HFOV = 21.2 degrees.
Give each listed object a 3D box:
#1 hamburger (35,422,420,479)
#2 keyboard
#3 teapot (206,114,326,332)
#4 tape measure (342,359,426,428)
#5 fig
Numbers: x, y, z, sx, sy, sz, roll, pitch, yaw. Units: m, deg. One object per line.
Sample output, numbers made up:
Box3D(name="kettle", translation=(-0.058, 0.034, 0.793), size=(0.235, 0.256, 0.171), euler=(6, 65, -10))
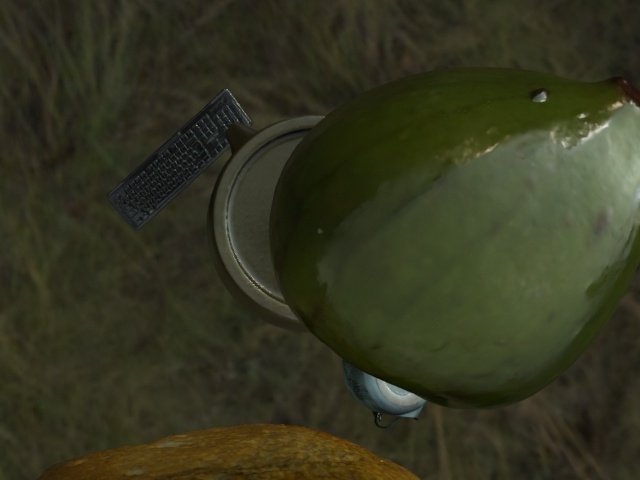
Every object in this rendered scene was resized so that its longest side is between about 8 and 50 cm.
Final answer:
Box3D(name="hamburger", translation=(-0.076, 0.219, 1.155), size=(0.289, 0.314, 0.170), euler=(0, 93, -19))
Box3D(name="keyboard", translation=(-0.131, -0.076, 1.608), size=(0.155, 0.010, 0.053), euler=(-44, 126, -9))
Box3D(name="teapot", translation=(0.000, 0.000, 1.510), size=(0.185, 0.175, 0.268), euler=(-35, 88, -4))
Box3D(name="tape measure", translation=(0.048, 0.110, 1.704), size=(0.107, 0.180, 0.104), euler=(42, 85, -28))
Box3D(name="fig", translation=(0.088, -0.020, 0.974), size=(0.225, 0.203, 0.203), euler=(-42, 120, 15))
